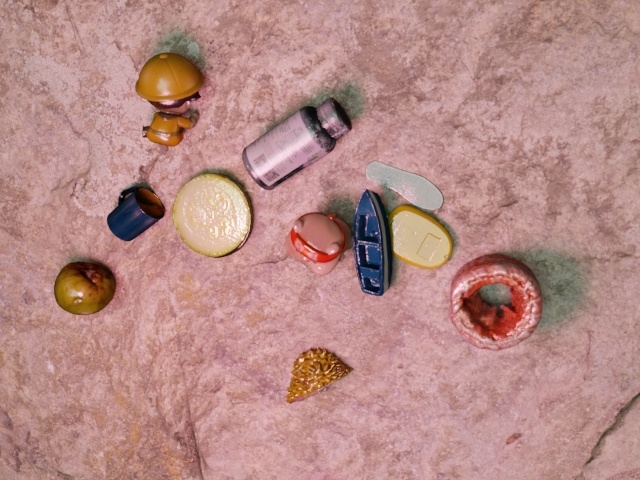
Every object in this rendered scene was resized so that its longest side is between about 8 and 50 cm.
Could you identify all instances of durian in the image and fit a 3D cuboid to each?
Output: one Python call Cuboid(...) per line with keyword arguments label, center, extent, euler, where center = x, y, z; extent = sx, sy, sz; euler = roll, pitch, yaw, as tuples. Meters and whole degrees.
Cuboid(label="durian", center=(-0.020, 0.405, 1.824), extent=(0.182, 0.165, 0.132), euler=(-9, 131, 41))

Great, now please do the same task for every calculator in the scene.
Cuboid(label="calculator", center=(0.245, -0.013, 1.692), extent=(0.235, 0.032, 0.146), euler=(30, 108, 11))

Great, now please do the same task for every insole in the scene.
Cuboid(label="insole", center=(0.226, -0.152, 1.685), extent=(0.232, 0.003, 0.080), euler=(28, 108, 10))

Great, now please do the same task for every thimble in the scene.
Cuboid(label="thimble", center=(0.444, 0.155, 1.600), extent=(0.239, 0.162, 0.239), euler=(4, 104, 14))

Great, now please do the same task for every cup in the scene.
Cuboid(label="cup", center=(-0.561, -0.086, 1.902), extent=(0.138, 0.150, 0.113), euler=(-34, 124, 22))

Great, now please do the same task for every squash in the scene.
Cuboid(label="squash", center=(-0.313, -0.073, 1.851), extent=(0.252, 0.049, 0.252), euler=(3, 102, 14))

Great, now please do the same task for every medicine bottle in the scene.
Cuboid(label="medicine bottle", center=(-0.061, -0.263, 1.679), extent=(0.293, 0.141, 0.141), euler=(-31, 91, 21))

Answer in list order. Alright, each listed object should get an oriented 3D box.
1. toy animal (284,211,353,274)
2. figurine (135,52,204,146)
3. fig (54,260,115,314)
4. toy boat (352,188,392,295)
Cuboid(label="toy animal", center=(0.000, 0.000, 1.683), extent=(0.171, 0.197, 0.171), euler=(2, 97, 17))
Cuboid(label="figurine", center=(-0.426, -0.395, 1.757), extent=(0.192, 0.167, 0.257), euler=(7, 106, 2))
Cuboid(label="fig", center=(-0.749, 0.155, 1.960), extent=(0.191, 0.181, 0.181), euler=(-33, 90, 38))
Cuboid(label="toy boat", center=(0.143, 0.002, 1.686), extent=(0.096, 0.061, 0.299), euler=(12, 115, 42))
